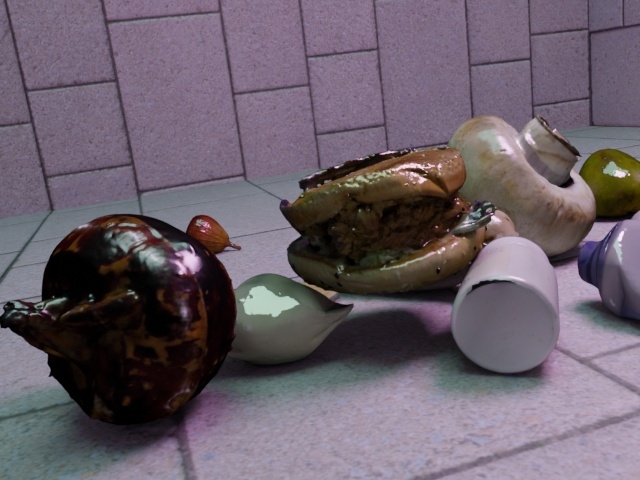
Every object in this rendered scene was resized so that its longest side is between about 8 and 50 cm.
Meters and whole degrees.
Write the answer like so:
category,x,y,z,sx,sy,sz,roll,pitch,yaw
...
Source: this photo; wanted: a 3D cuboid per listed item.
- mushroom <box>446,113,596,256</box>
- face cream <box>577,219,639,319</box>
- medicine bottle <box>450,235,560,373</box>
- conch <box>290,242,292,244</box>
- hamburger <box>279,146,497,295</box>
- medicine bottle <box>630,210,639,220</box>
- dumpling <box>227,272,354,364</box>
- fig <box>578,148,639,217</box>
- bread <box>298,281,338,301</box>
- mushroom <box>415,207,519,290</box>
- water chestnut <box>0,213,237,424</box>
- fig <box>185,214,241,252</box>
category,x,y,z,sx,sy,sz,roll,pitch,yaw
mushroom,0.429,-0.127,1.335,0.260,0.352,0.352,-50,-7,27
face cream,0.596,0.056,0.903,0.420,0.137,0.235,9,41,39
medicine bottle,0.280,0.081,0.927,0.143,0.143,0.258,-2,16,21
conch,0.003,-0.005,1.561,0.086,0.080,0.233,-5,10,-26
hamburger,0.100,-0.033,0.967,0.318,0.195,0.277,-14,14,-6
medicine bottle,0.645,-0.009,1.199,0.103,0.102,0.187,1,15,31
dumpling,-0.073,0.119,0.973,0.250,0.132,0.162,-7,17,-3
fig,0.744,-0.144,1.580,0.181,0.191,0.181,-10,-22,-4
bread,-0.040,0.117,1.177,0.193,0.036,0.112,-12,20,-28
mushroom,0.178,0.016,1.197,0.397,0.177,0.126,6,20,28
water chestnut,-0.268,0.103,0.819,0.300,0.300,0.300,-7,13,2
fig,-0.302,-0.018,1.700,0.153,0.119,0.119,-2,14,15
